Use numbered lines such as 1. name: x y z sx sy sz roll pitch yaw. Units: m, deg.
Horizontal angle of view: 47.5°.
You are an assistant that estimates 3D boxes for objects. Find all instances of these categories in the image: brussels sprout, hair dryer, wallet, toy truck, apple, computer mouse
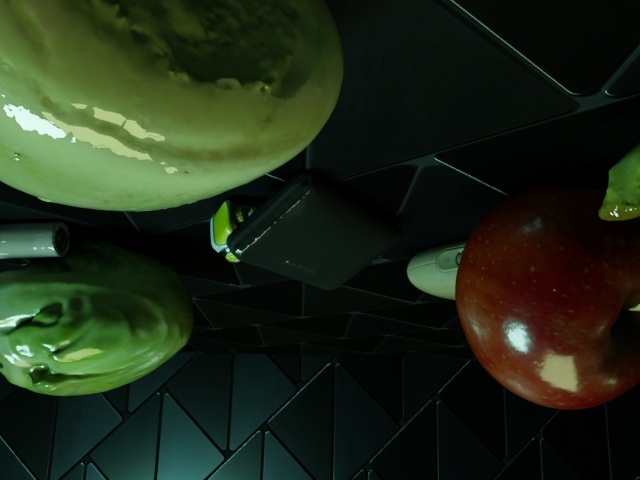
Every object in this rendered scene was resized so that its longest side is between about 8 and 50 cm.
1. brussels sprout: -0.362 0.120 1.157 0.328 0.247 0.328 -13 158 -5
2. hair dryer: -0.479 -0.005 0.985 0.195 0.053 0.220 -2 176 8
3. wallet: 0.000 0.000 0.933 0.149 0.044 0.250 -39 149 16
4. toy truck: -0.082 -0.017 0.950 0.111 0.076 0.077 8 144 -25
5. apple: 0.286 0.064 0.854 0.261 0.260 0.216 11 -174 -31
6. computer mouse: 0.246 0.049 1.124 0.237 0.081 0.145 -12 159 43

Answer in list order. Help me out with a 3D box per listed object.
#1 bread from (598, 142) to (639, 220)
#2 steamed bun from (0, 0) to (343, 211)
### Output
1. bread: 0.344 -0.081 0.572 0.161 0.088 0.233 -27 -175 -25
2. steamed bun: -0.129 -0.096 0.462 0.273 0.166 0.232 14 159 -39
